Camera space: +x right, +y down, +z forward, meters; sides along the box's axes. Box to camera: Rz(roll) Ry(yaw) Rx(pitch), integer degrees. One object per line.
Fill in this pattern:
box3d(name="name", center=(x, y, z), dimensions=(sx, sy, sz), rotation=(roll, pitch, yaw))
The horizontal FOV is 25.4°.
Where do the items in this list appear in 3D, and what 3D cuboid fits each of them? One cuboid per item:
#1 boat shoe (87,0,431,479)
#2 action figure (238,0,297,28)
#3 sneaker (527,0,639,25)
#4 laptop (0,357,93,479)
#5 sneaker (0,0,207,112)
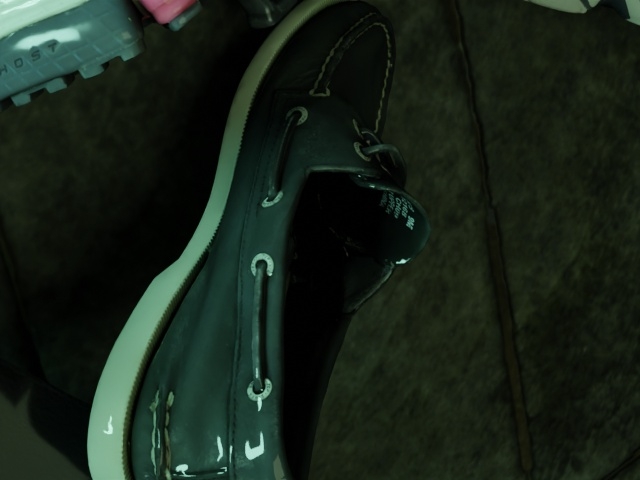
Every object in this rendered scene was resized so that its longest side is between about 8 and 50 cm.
box3d(name="boat shoe", center=(-0.001, -0.002, 0.747), dimensions=(0.127, 0.113, 0.340), rotation=(72, 34, -42))
box3d(name="action figure", center=(-0.035, -0.275, 0.667), dimensions=(0.341, 0.178, 0.330), rotation=(45, 68, -39))
box3d(name="sneaker", center=(0.216, -0.220, 0.921), dimensions=(0.235, 0.094, 0.153), rotation=(6, 111, -28))
box3d(name="laptop", center=(-0.191, 0.176, 0.760), dimensions=(0.234, 0.136, 0.264), rotation=(-59, 170, -4))
box3d(name="sneaker", center=(-0.188, -0.096, 0.593), dimensions=(0.299, 0.121, 0.112), rotation=(-22, 108, 13))
